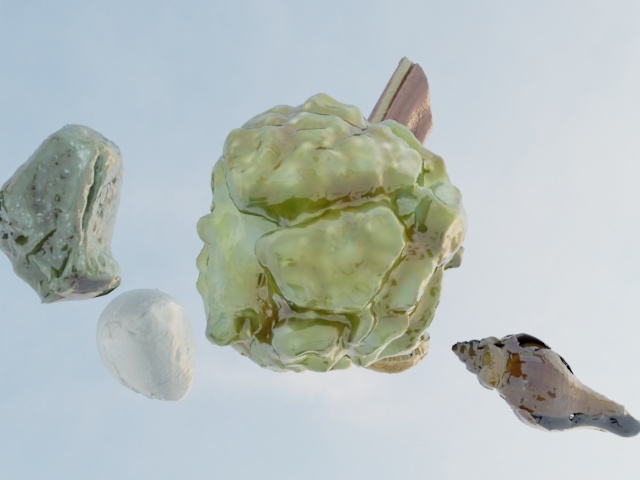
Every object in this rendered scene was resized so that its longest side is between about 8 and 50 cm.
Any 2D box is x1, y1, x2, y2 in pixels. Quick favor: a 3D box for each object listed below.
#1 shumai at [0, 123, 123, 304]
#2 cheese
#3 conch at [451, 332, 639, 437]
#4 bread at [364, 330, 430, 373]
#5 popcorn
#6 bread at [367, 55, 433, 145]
[{"bbox_3d":[-0.366,-0.041,1.444,0.222,0.225,0.261,39,-67,5],"label":"shumai"},{"bbox_3d":[-0.305,0.173,1.637,0.189,0.154,0.198,9,-58,35],"label":"cheese"},{"bbox_3d":[0.251,0.171,1.036,0.233,0.080,0.086,41,-67,-3],"label":"conch"},{"bbox_3d":[0.093,0.135,1.183,0.083,0.110,0.044,6,-76,31],"label":"bread"},{"bbox_3d":[-0.001,-0.002,0.940,0.274,0.335,0.279,-20,-75,-4],"label":"popcorn"},{"bbox_3d":[0.116,-0.176,1.457,0.119,0.067,0.192,33,-92,-52],"label":"bread"}]
